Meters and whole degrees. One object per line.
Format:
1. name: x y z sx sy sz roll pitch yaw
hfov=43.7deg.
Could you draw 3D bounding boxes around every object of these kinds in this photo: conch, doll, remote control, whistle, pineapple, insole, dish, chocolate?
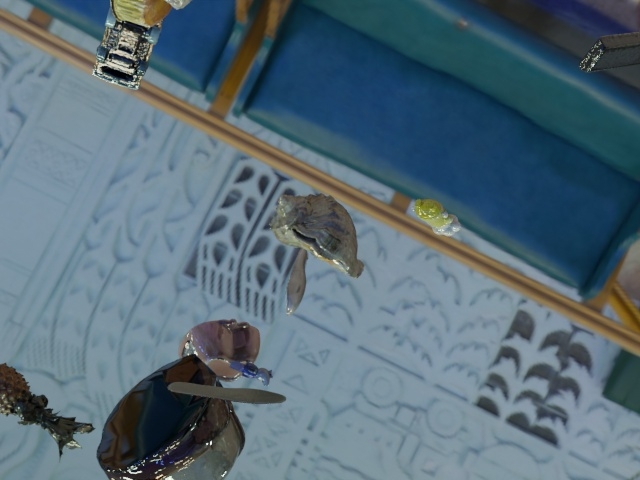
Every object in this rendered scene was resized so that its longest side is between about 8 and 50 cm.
1. conch: 0.000 0.000 1.357 0.207 0.130 0.155 50 -156 -22
2. doll: 0.304 -0.061 2.080 0.106 0.062 0.162 16 168 38
3. remote control: 0.487 -0.293 1.219 0.245 0.063 0.025 -15 -122 -33
4. whistle: -0.129 0.244 1.480 0.083 0.033 0.029 20 158 -4
5. pineapple: -0.666 0.398 1.851 0.277 0.119 0.130 31 145 9
6. insole: -0.120 0.196 1.025 0.153 0.002 0.053 7 -170 0
7. remote control: -0.053 0.100 1.955 0.044 0.073 0.229 5 -146 9
8. dish: -0.244 0.287 1.973 0.213 0.213 0.090 33 -153 -47
9. chocolate: -0.265 0.379 1.509 0.186 0.283 0.284 52 162 -26

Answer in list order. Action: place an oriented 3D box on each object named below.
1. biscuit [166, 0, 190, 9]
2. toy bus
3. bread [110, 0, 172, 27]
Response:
1. biscuit: -0.175 -0.464 1.191 0.108 0.239 0.062 40 179 -2
2. toy bus: -0.478 -0.529 2.017 0.139 0.167 0.275 17 144 -17
3. bread: -0.363 -0.537 1.689 0.114 0.190 0.132 16 138 9
